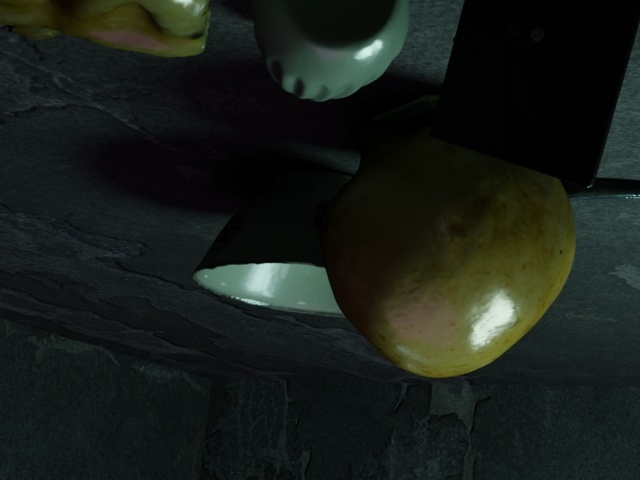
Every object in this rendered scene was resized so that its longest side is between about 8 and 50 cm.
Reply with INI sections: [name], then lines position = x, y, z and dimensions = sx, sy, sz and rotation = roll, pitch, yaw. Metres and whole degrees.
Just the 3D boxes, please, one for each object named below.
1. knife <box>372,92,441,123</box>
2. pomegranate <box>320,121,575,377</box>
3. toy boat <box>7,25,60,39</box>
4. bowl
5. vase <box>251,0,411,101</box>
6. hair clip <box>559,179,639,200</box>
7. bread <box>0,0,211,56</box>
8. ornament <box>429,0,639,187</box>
[knife]
position = 0.123, -0.151, 1.221
dimensions = 0.030, 0.014, 0.207
rotation = 11, 166, -33
[pomegranate]
position = 0.142, 0.011, 1.285
dimensions = 0.307, 0.307, 0.307
rotation = 5, 165, 1
[toy boat]
position = -0.215, -0.222, 0.991
dimensions = 0.072, 0.065, 0.206
rotation = -2, 172, -34
[bowl]
position = 0.000, 0.000, 1.557
dimensions = 0.337, 0.158, 0.337
rotation = 6, 166, 2
[vase]
position = 0.002, -0.177, 0.975
dimensions = 0.128, 0.128, 0.248
rotation = 7, 174, -5
[hair clip]
position = 0.304, -0.057, 1.464
dimensions = 0.229, 0.039, 0.070
rotation = -3, 162, 24
[bread]
position = -0.173, -0.225, 0.696
dimensions = 0.252, 0.239, 0.196
rotation = 11, 128, -2
[ornament]
position = 0.222, -0.148, 0.991
dimensions = 0.153, 0.166, 0.196
rotation = 22, -165, 30
